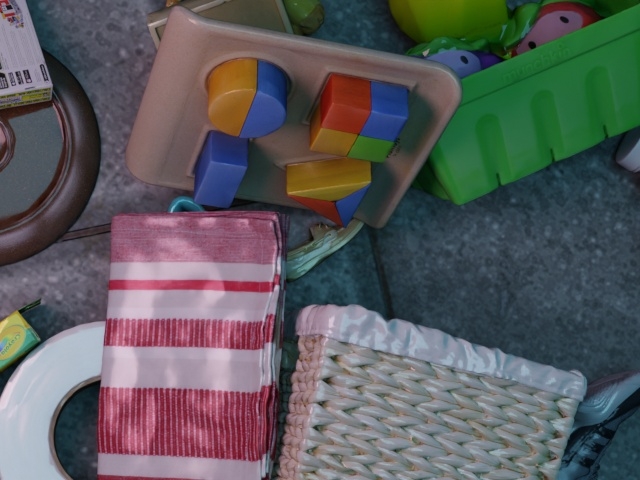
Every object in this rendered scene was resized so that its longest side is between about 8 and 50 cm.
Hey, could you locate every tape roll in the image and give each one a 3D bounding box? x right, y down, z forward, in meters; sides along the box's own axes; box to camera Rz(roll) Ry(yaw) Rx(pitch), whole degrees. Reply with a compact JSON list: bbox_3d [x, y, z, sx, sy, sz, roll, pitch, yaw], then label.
[{"bbox_3d":[-0.260,0.245,1.856,0.286,0.100,0.286,1,81,-9],"label":"tape roll"}]

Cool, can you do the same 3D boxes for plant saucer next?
[{"bbox_3d":[-0.434,-0.120,1.896,0.311,0.050,0.310,1,85,-11],"label":"plant saucer"}]

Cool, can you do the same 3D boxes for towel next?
[{"bbox_3d":[-0.157,0.127,1.766,0.237,0.037,0.329,-1,80,24],"label":"towel"}]

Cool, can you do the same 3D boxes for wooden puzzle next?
[{"bbox_3d":[-0.043,-0.121,1.789,0.348,0.322,0.080,13,56,-12],"label":"wooden puzzle"}]

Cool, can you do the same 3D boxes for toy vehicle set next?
[{"bbox_3d":[-0.094,-0.190,1.883,0.166,0.035,0.266,-18,121,4],"label":"toy vehicle set"}]

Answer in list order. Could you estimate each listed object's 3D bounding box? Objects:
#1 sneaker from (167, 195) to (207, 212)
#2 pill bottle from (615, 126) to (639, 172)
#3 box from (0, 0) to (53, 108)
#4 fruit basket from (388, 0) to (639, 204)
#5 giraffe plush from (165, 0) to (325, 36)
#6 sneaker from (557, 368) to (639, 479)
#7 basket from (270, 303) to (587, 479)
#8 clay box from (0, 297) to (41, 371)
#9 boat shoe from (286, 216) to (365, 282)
[{"bbox_3d":[-0.134,0.058,1.841,0.107,0.110,0.275,-26,51,-4],"label":"sneaker"},{"bbox_3d":[0.502,-0.097,2.044,0.180,0.108,0.108,30,79,-7],"label":"pill bottle"},{"bbox_3d":[-0.418,-0.261,1.877,0.114,0.036,0.207,-12,66,-19],"label":"box"},{"bbox_3d":[0.210,-0.276,1.943,0.392,0.283,0.392,-4,102,-18],"label":"fruit basket"},{"bbox_3d":[-0.090,-0.337,1.910,0.210,0.170,0.181,41,69,0],"label":"giraffe plush"},{"bbox_3d":[0.355,0.290,1.983,0.269,0.101,0.153,-32,92,-7],"label":"sneaker"},{"bbox_3d":[0.091,0.242,1.807,0.331,0.328,0.266,17,81,-12],"label":"basket"},{"bbox_3d":[-0.422,0.153,1.828,0.222,0.127,0.053,-35,92,-12],"label":"clay box"},{"bbox_3d":[0.000,0.000,1.966,0.135,0.050,0.045,-38,98,-12],"label":"boat shoe"}]
